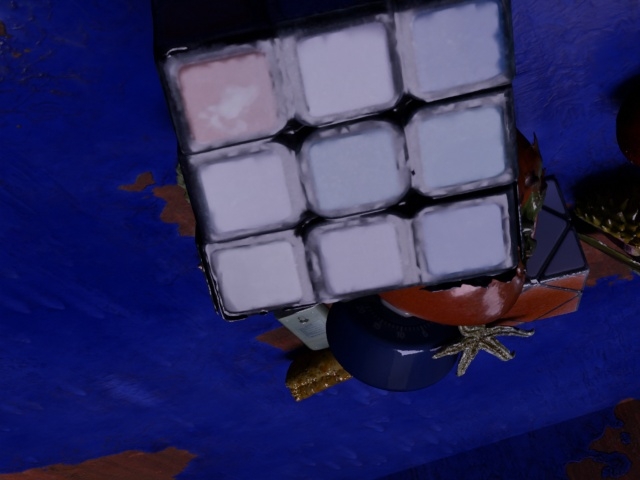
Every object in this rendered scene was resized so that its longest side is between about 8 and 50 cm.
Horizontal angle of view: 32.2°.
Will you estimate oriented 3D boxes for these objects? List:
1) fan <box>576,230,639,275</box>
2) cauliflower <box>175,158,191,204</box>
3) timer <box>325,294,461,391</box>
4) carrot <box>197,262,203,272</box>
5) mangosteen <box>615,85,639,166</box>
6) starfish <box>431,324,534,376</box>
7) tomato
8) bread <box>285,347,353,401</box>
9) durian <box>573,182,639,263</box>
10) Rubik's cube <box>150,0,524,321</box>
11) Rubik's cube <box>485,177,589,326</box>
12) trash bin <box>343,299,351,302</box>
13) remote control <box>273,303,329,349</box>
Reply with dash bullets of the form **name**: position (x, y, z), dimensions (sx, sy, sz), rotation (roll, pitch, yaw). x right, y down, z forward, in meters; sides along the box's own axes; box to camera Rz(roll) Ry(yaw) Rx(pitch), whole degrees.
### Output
- **fan**: position (0.605, 0.037, 2.246), dimensions (0.335, 0.230, 0.011), rotation (23, 97, -56)
- **cauliflower**: position (-0.054, -0.070, 1.606), dimensions (0.327, 0.281, 0.260), rotation (4, 177, -20)
- **timer**: position (0.165, 0.074, 2.065), dimensions (0.270, 0.270, 0.383), rotation (-6, 140, -15)
- **carrot**: position (-0.155, 0.072, 2.076), dimensions (0.072, 0.072, 0.205), rotation (-32, 143, 33)
- **mangosteen**: position (0.569, -0.189, 1.816), dimensions (0.166, 0.166, 0.180), rotation (-22, 179, 16)
- **starfish**: position (0.295, 0.204, 2.095), dimensions (0.208, 0.053, 0.176), rotation (9, 131, -28)
- **tomato**: position (0.203, -0.034, 1.749), dimensions (0.273, 0.341, 0.341), rotation (8, 160, 18)
- **bread**: position (0.014, 0.284, 2.524), dimensions (0.211, 0.114, 0.083), rotation (-31, 108, 26)
- **durian**: position (0.571, -0.045, 2.112), dimensions (0.187, 0.153, 0.260), rotation (12, 179, 0)
- **Rubik's cube**: position (0.017, -0.167, 1.236), dimensions (0.362, 0.363, 0.358), rotation (-12, 127, 3)
- **Rubik's cube**: position (0.370, 0.030, 2.085), dimensions (0.207, 0.205, 0.205), rotation (-13, 154, 2)
- **trash bin**: position (0.000, 0.000, 1.897), dimensions (0.122, 0.164, 0.240), rotation (-25, 155, 23)
- **remote control**: position (-0.017, 0.179, 2.381), dimensions (0.098, 0.038, 0.233), rotation (-20, 153, 12)
